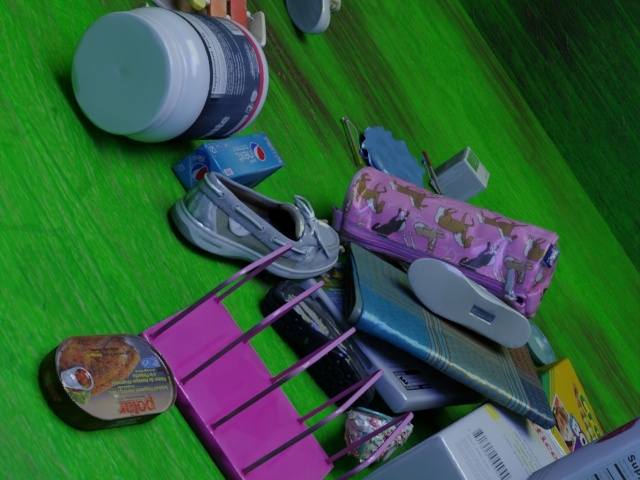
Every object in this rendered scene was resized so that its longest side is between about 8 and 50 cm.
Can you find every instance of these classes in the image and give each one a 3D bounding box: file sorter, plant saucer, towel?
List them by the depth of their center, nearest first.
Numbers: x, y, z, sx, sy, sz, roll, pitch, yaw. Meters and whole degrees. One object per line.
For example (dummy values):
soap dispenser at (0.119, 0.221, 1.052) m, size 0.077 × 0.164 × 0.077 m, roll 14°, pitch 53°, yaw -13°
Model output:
file sorter at (-0.047, 0.173, 1.462) m, size 0.290 × 0.182 × 0.202 m, roll 55°, pitch 25°, yaw 2°
towel at (0.198, 0.153, 1.850) m, size 0.370 × 0.040 × 0.271 m, roll 31°, pitch 19°, yaw -11°
plant saucer at (0.466, 0.227, 2.507) m, size 0.119 × 0.021 × 0.119 m, roll 41°, pitch 28°, yaw -28°

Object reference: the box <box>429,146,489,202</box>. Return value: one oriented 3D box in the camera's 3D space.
box at (0.317, -0.141, 2.619) m, size 0.087 × 0.102 × 0.101 m, roll 52°, pitch 23°, yaw -10°

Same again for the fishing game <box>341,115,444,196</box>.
fishing game at (0.153, -0.159, 2.428) m, size 0.264 × 0.041 × 0.189 m, roll 16°, pitch 44°, yaw -42°

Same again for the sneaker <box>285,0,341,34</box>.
sneaker at (0.001, -0.542, 2.567) m, size 0.169 × 0.108 × 0.292 m, roll 25°, pitch 36°, yaw -42°

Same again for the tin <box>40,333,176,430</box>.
tin at (-0.238, 0.161, 1.311) m, size 0.190 × 0.040 × 0.106 m, roll 6°, pitch 49°, yaw -59°

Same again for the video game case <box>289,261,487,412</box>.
video game case at (0.117, 0.152, 1.888) m, size 0.300 × 0.036 × 0.329 m, roll 51°, pitch 22°, yaw 24°

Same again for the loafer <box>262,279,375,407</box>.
loafer at (0.006, 0.149, 1.714) m, size 0.223 × 0.076 × 0.078 m, roll 50°, pitch 33°, yaw -1°

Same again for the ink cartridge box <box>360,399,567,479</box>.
ink cartridge box at (0.257, 0.404, 1.733) m, size 0.279 × 0.160 × 0.385 m, roll 59°, pitch 25°, yaw 12°

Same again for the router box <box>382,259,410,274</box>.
router box at (0.166, 0.068, 2.153) m, size 0.122 × 0.038 × 0.092 m, roll 52°, pitch 25°, yaw -5°

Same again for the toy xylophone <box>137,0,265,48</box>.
toy xylophone at (-0.227, -0.424, 2.035) m, size 0.323 × 0.081 × 0.236 m, roll 33°, pitch 33°, yaw -39°

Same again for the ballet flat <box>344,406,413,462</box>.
ballet flat at (0.076, 0.282, 1.664) m, size 0.241 × 0.091 × 0.077 m, roll 32°, pitch 72°, yaw -71°

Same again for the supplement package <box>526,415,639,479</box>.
supplement package at (0.431, 0.350, 1.565) m, size 0.175 × 0.293 × 0.177 m, roll 58°, pitch 25°, yaw 7°

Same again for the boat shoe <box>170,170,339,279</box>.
boat shoe at (-0.076, -0.025, 1.727) m, size 0.320 × 0.103 × 0.118 m, roll 18°, pitch 33°, yaw -43°

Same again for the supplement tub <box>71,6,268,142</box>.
supplement tub at (-0.214, -0.240, 1.685) m, size 0.191 × 0.191 × 0.272 m, roll 58°, pitch 25°, yaw 9°

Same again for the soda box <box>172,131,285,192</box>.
soda box at (-0.139, -0.116, 1.803) m, size 0.067 × 0.071 × 0.210 m, roll 57°, pitch 24°, yaw 5°

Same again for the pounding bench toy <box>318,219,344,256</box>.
pounding bench toy at (0.000, 0.000, 1.927) m, size 0.065 × 0.052 × 0.083 m, roll 60°, pitch 25°, yaw 14°

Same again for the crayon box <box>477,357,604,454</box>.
crayon box at (0.440, 0.416, 2.060) m, size 0.313 × 0.106 × 0.362 m, roll -12°, pitch 77°, yaw -63°

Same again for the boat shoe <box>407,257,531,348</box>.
boat shoe at (0.236, 0.104, 1.882) m, size 0.227 × 0.079 × 0.081 m, roll 32°, pitch -2°, yaw -4°

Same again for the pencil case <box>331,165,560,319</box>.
pencil case at (0.214, 0.000, 1.992) m, size 0.386 × 0.160 × 0.167 m, roll 21°, pitch -4°, yaw 13°
